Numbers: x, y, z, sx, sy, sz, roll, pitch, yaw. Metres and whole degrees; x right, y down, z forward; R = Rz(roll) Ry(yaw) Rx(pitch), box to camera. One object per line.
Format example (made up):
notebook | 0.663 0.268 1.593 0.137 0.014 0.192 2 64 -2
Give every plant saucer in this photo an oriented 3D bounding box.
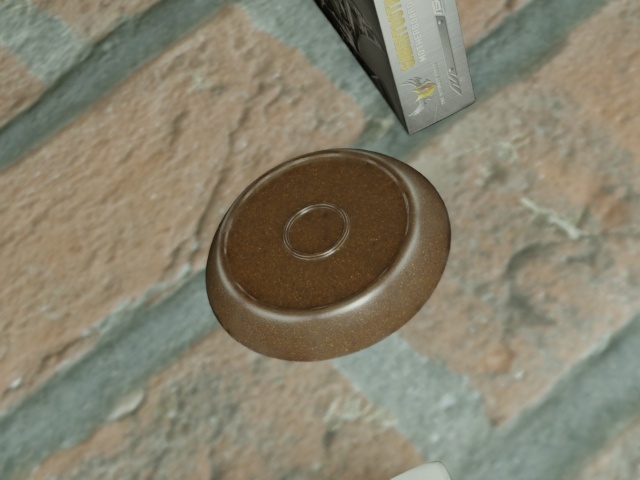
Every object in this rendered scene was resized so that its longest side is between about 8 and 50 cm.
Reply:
plant saucer | 0.000 0.000 0.886 0.168 0.029 0.168 -10 51 13

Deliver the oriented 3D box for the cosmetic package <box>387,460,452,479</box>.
cosmetic package | 0.034 0.233 0.618 0.151 0.151 0.184 -24 50 2

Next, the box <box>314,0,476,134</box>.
box | 0.024 -0.210 0.904 0.056 0.231 0.183 -26 51 -5
